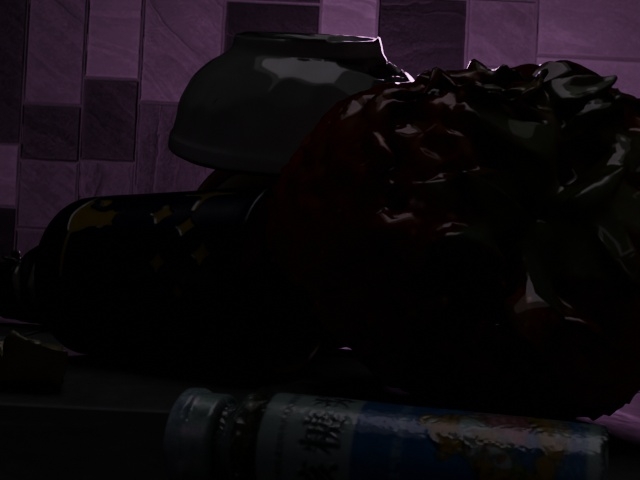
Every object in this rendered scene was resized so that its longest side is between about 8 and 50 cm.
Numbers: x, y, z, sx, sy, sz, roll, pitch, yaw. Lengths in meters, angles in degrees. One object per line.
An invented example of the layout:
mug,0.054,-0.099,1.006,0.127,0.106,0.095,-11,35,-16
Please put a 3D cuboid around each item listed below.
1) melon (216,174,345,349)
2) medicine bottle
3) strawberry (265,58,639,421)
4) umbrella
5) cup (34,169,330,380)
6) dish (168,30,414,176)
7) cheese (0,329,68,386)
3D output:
melon,0.000,0.000,1.044,0.330,0.269,0.268,-5,2,-23
medicine bottle,0.026,0.096,0.376,0.191,0.051,0.051,1,-2,19
strawberry,0.114,0.009,0.680,0.312,0.267,0.351,19,-19,2
umbrella,-0.432,0.059,1.194,0.357,0.113,0.106,2,21,34
cup,-0.114,0.022,0.861,0.256,0.178,0.255,1,19,31
dish,-0.011,-0.145,0.859,0.303,0.120,0.303,2,16,-1
cheese,-0.225,0.094,0.659,0.060,0.041,0.084,11,-15,-23
